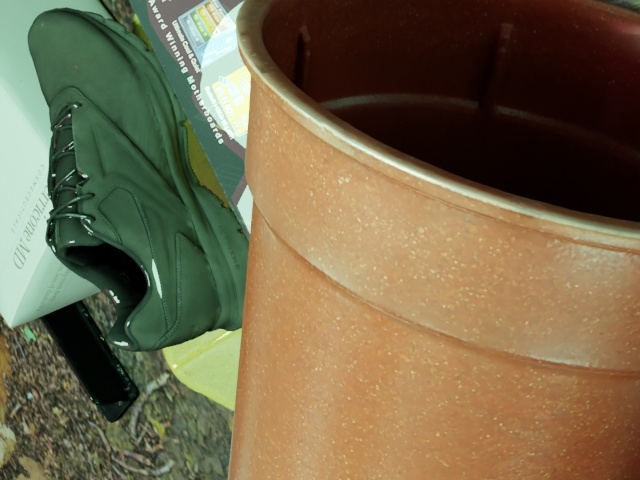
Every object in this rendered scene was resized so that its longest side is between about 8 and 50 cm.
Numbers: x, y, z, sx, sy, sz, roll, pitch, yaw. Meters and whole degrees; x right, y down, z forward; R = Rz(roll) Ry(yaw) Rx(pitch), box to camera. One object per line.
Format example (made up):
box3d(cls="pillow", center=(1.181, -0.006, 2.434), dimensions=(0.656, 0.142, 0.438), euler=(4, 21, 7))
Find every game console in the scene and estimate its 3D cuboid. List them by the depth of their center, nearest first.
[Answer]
box3d(cls="game console", center=(-0.250, 0.128, 1.371), dimensions=(0.122, 0.071, 0.107), euler=(56, 140, 13))

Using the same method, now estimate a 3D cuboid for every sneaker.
box3d(cls="sneaker", center=(-0.157, -0.047, 1.008), dimensions=(0.286, 0.130, 0.109), euler=(60, 143, 9))

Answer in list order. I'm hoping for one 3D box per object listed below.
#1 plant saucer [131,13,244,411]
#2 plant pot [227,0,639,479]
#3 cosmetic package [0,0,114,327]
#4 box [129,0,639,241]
box3d(cls="plant saucer", center=(0.000, 0.000, 1.018), dimensions=(0.332, 0.081, 0.333), euler=(22, 124, 42))
box3d(cls="plant pot", center=(0.073, 0.045, 0.623), dimensions=(0.272, 0.272, 0.265), euler=(33, 124, 34))
box3d(cls="cosmetic package", center=(-0.294, -0.143, 1.219), dimensions=(0.385, 0.156, 0.217), euler=(52, 137, 18))
box3d(cls="box", center=(0.055, -0.156, 0.771), dimensions=(0.318, 0.097, 0.395), euler=(-26, 89, 23))
